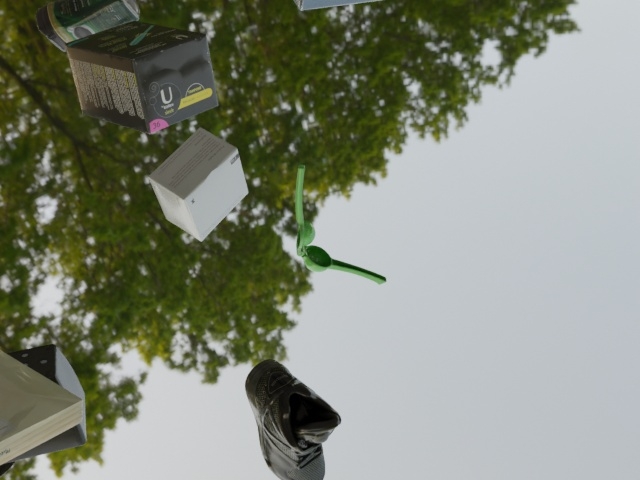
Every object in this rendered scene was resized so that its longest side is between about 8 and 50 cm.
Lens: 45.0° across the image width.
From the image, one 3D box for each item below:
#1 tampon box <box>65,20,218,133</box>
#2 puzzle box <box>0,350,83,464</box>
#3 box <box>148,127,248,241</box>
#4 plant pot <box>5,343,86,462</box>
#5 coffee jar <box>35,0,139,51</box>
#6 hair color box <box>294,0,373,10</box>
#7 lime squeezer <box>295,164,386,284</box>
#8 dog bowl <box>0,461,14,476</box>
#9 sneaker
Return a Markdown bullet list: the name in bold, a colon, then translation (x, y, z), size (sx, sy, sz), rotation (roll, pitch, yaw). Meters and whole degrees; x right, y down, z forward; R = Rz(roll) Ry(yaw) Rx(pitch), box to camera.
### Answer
- **tampon box**: translation (-0.238, -0.220, 1.030), size (0.161, 0.101, 0.120), rotation (21, -140, 38)
- **puzzle box**: translation (-0.642, 0.308, 1.273), size (0.272, 0.052, 0.409), rotation (22, -155, 28)
- **box**: translation (-0.280, -0.130, 1.803), size (0.119, 0.182, 0.181), rotation (32, -114, 22)
- **plant pot**: translation (-0.607, 0.330, 1.629), size (0.187, 0.167, 0.188), rotation (-11, -151, -13)
- **coffee jar**: translation (-0.454, -0.439, 1.504), size (0.184, 0.096, 0.079), rotation (-21, -111, 9)
- **hair color box**: translation (-0.007, -0.493, 1.109), size (0.185, 0.114, 0.374), rotation (-13, -126, -20)
- **lime squeezer**: translation (0.000, 0.000, 1.403), size (0.110, 0.310, 0.059), rotation (-15, -141, 30)
- **dog bowl**: translation (-0.814, 0.394, 1.634), size (0.102, 0.348, 0.349), rotation (-42, -139, 15)
- **sneaker**: translation (-0.025, 0.282, 1.080), size (0.087, 0.228, 0.130), rotation (-28, -149, -26)
